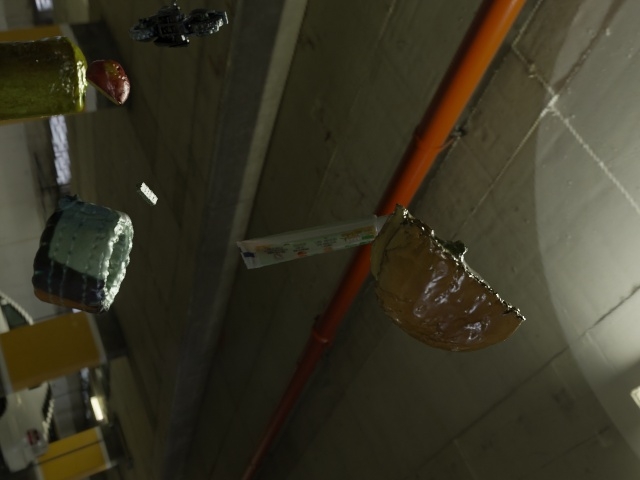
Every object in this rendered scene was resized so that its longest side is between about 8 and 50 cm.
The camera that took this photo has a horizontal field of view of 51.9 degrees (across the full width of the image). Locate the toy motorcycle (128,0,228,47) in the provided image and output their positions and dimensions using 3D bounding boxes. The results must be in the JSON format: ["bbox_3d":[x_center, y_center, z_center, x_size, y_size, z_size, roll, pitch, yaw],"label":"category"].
[{"bbox_3d":[-0.369,-0.574,1.742,0.270,0.159,0.106,1,-58,19],"label":"toy motorcycle"}]

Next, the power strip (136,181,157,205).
[{"bbox_3d":[-0.448,-0.119,1.698,0.083,0.017,0.027,56,37,-51],"label":"power strip"}]

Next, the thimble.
[{"bbox_3d":[-0.482,0.028,1.353,0.237,0.150,0.237,-165,-90,-84],"label":"thimble"}]

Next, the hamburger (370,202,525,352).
[{"bbox_3d":[0.148,0.066,0.822,0.262,0.131,0.124,40,1,-37],"label":"hamburger"}]

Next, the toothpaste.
[{"bbox_3d":[0.000,0.000,1.255,0.056,0.314,0.058,-15,94,-83],"label":"toothpaste"}]

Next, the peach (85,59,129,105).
[{"bbox_3d":[-0.386,-0.289,1.200,0.050,0.077,0.083,4,-77,63],"label":"peach"}]

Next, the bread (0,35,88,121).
[{"bbox_3d":[-0.680,-0.331,1.366,0.112,0.383,0.166,-109,-167,-84],"label":"bread"}]
